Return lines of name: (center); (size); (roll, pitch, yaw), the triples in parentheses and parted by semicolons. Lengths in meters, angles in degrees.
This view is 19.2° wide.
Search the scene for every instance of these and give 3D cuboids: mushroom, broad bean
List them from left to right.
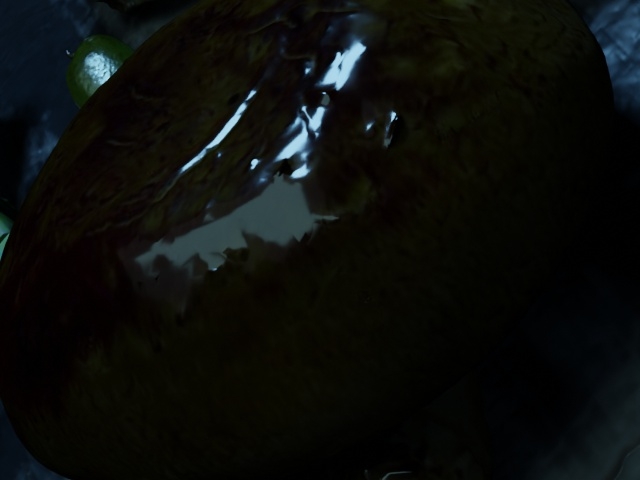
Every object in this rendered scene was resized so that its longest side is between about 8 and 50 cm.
broad bean: (-0.108, -0.053, 1.195); (0.256, 0.052, 0.052); (-124, 29, -45)
mushroom: (-0.013, -0.017, 0.942); (0.345, 0.239, 0.345); (-9, 45, 9)

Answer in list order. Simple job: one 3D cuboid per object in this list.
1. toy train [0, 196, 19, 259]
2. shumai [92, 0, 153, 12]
toy train: (-0.229, 0.018, 1.284); (0.081, 0.050, 0.122); (-49, 40, 7)
shumai: (-0.159, -0.262, 1.276); (0.206, 0.175, 0.166); (21, 83, 47)
